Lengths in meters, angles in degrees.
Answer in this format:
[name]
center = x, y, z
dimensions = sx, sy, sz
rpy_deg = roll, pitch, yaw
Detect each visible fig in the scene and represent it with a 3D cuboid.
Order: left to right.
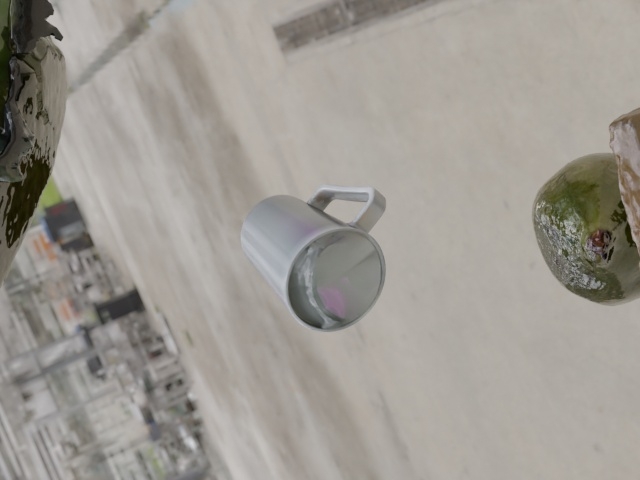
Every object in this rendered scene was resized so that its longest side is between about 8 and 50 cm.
[fig]
center = 0.250, -0.007, 0.955
dimensions = 0.185, 0.126, 0.133
rpy_deg = -158, 56, -81

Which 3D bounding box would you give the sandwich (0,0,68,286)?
[sandwich]
center = -0.270, -0.024, 0.451
dimensions = 0.162, 0.301, 0.250
rpy_deg = 121, 165, -54

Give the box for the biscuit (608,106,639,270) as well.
[biscuit]
center = 0.295, 0.004, 0.808
dimensions = 0.301, 0.278, 0.043
rpy_deg = 32, 154, -35

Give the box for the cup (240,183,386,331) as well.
[cup]
center = 0.000, 0.000, 0.827
dimensions = 0.074, 0.104, 0.116
rpy_deg = 36, -178, -30
